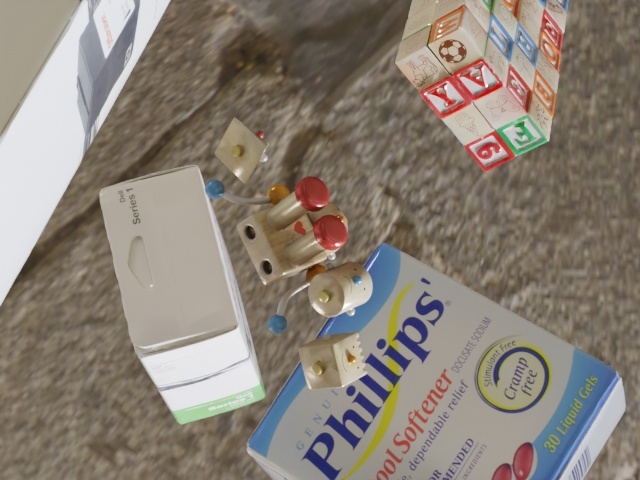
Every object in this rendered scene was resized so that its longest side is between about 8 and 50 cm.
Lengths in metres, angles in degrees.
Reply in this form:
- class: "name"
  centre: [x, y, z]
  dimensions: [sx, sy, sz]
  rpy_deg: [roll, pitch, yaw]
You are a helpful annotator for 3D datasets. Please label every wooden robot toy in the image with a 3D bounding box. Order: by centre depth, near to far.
- class: "wooden robot toy"
  centre: [0.000, 0.000, 0.991]
  dimensions: [0.076, 0.079, 0.173]
  rpy_deg: [-29, 84, 39]

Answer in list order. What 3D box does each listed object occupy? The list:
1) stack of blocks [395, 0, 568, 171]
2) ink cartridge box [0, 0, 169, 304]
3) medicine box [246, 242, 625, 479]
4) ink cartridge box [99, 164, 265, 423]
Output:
- class: "stack of blocks"
  centre: [0.189, -0.242, 1.825]
  dimensions: [0.087, 0.297, 0.171]
  rpy_deg: [-26, 119, 31]
- class: "ink cartridge box"
  centre: [-0.210, -0.130, 0.816]
  dimensions: [0.223, 0.307, 0.129]
  rpy_deg: [18, 140, 5]
- class: "medicine box"
  centre: [0.121, 0.193, 1.651]
  dimensions: [0.289, 0.149, 0.263]
  rpy_deg: [29, 77, 21]
- class: "ink cartridge box"
  centre: [-0.119, 0.052, 1.429]
  dimensions: [0.092, 0.219, 0.160]
  rpy_deg: [-15, 70, -2]
